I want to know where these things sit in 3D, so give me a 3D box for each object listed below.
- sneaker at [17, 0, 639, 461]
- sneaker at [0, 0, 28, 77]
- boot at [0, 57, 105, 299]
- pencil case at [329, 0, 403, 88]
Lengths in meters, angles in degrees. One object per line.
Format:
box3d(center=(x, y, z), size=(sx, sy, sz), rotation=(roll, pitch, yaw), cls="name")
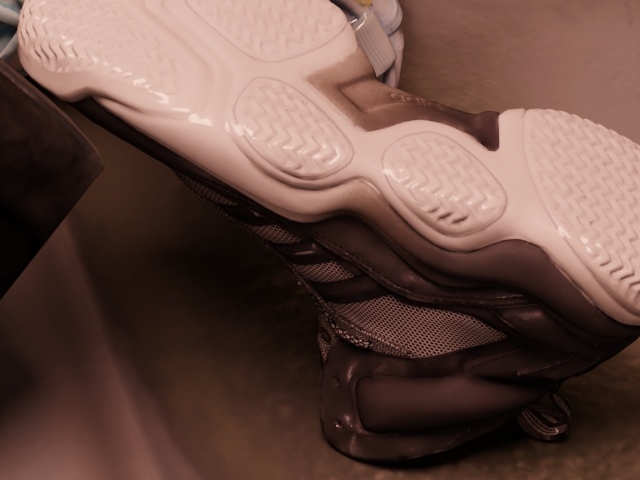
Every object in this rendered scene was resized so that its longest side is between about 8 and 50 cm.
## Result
box3d(center=(0.000, 0.000, 0.604), size=(0.269, 0.153, 0.101), rotation=(22, 42, -2), cls="sneaker")
box3d(center=(-0.115, -0.140, 0.724), size=(0.135, 0.150, 0.366), rotation=(-15, 26, -38), cls="sneaker")
box3d(center=(-0.318, -0.142, 0.565), size=(0.367, 0.146, 0.445), rotation=(21, 15, -39), cls="boot")
box3d(center=(-0.016, -0.158, 0.820), size=(0.124, 0.113, 0.273), rotation=(-7, 41, 9), cls="pencil case")
